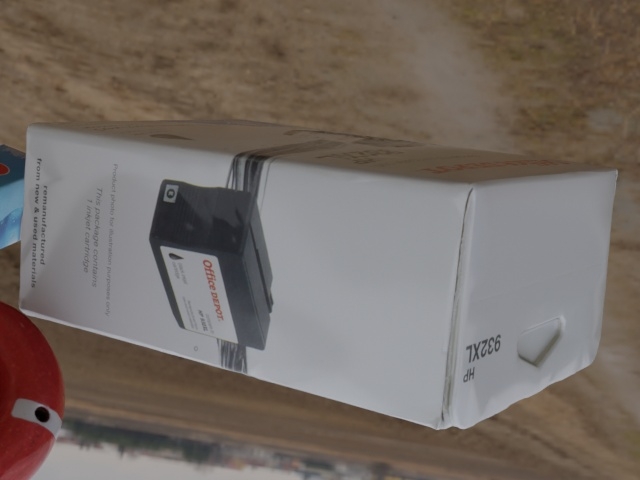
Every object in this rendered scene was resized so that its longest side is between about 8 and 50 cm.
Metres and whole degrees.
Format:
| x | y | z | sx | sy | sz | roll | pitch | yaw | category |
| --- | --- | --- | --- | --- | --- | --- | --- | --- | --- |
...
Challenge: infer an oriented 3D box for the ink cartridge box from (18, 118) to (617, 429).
| x | y | z | sx | sy | sz | roll | pitch | yaw | category |
| --- | --- | --- | --- | --- | --- | --- | --- | --- | --- |
| 0.000 | 0.000 | 0.667 | 0.308 | 0.129 | 0.223 | 11 | -169 | 33 | ink cartridge box |

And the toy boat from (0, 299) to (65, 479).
| x | y | z | sx | sy | sz | roll | pitch | yaw | category |
| --- | --- | --- | --- | --- | --- | --- | --- | --- | --- |
| -0.234 | 0.053 | 0.555 | 0.231 | 0.151 | 0.151 | 35 | 136 | -27 | toy boat |

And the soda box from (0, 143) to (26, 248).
| x | y | z | sx | sy | sz | roll | pitch | yaw | category |
| --- | --- | --- | --- | --- | --- | --- | --- | --- | --- |
| -0.325 | -0.026 | 0.956 | 0.067 | 0.071 | 0.210 | 22 | -159 | 14 | soda box |
